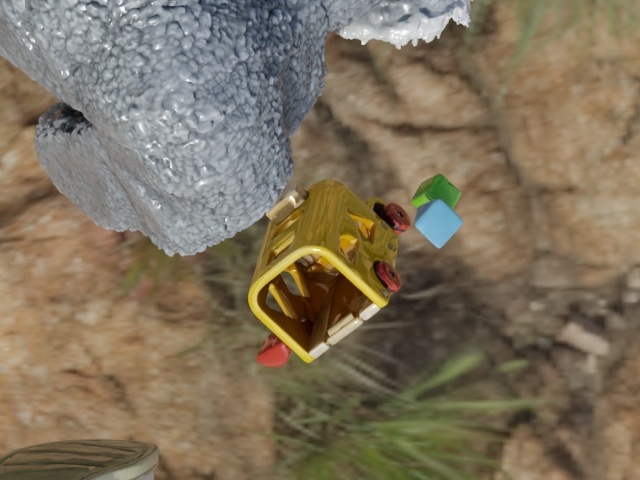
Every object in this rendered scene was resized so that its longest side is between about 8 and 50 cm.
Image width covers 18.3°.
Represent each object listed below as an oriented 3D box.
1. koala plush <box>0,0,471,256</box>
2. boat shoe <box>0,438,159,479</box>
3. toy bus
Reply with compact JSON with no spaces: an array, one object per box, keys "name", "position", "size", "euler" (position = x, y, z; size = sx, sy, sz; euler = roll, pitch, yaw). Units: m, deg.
[{"name":"koala plush","position":[-0.033,-0.121,0.908],"size":[0.221,0.203,0.196],"euler":[-39,123,-16]},{"name":"boat shoe","position":[-0.199,0.219,1.452],"size":[0.113,0.302,0.103],"euler":[1,99,17]},{"name":"toy bus","position":[0.003,0.003,1.645],"size":[0.104,0.202,0.191],"euler":[44,70,-17]}]
